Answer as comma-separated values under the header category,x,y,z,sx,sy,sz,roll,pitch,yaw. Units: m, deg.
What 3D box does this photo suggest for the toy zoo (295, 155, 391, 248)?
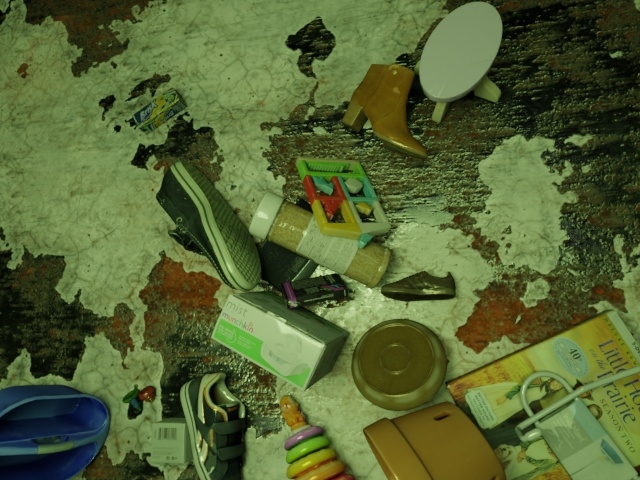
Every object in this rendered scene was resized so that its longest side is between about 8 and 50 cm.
category,x,y,z,sx,sy,sz,roll,pitch,yaw
toy zoo,0.063,-0.104,1.121,0.193,0.030,0.293,-1,53,-26

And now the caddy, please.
category,x,y,z,sx,sy,sz,roll,pitch,yaw
caddy,-0.738,0.517,1.137,0.179,0.341,0.240,10,81,33

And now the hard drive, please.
category,x,y,z,sx,sy,sz,roll,pitch,yaw
hard drive,-0.076,0.017,1.216,0.172,0.054,0.254,36,88,18

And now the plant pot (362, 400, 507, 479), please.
category,x,y,z,sx,sy,sz,roll,pitch,yaw
plant pot,0.254,0.492,0.933,0.204,0.290,0.290,-28,73,-10

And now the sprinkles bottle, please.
category,x,y,z,sx,sy,sz,roll,pitch,yaw
sprinkles bottle,0.000,0.000,1.108,0.356,0.121,0.121,25,85,-3

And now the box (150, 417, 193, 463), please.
category,x,y,z,sx,sy,sz,roll,pitch,yaw
box,-0.389,0.538,1.164,0.101,0.087,0.101,-5,78,13

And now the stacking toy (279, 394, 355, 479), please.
category,x,y,z,sx,sy,sz,roll,pitch,yaw
stacking toy,-0.031,0.523,1.064,0.166,0.175,0.301,-30,59,6

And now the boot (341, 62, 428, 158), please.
category,x,y,z,sx,sy,sz,roll,pitch,yaw
boot,0.213,-0.370,1.194,0.295,0.104,0.211,33,97,25

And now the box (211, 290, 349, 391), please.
category,x,y,z,sx,sy,sz,roll,pitch,yaw
box,-0.089,0.233,1.075,0.262,0.231,0.126,25,94,16

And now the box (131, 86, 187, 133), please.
category,x,y,z,sx,sy,sz,roll,pitch,yaw
box,-0.531,-0.427,1.423,0.169,0.054,0.059,-32,73,5

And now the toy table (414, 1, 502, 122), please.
category,x,y,z,sx,sy,sz,roll,pitch,yaw
toy table,0.371,-0.464,1.155,0.252,0.161,0.274,40,90,18

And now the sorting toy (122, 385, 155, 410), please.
category,x,y,z,sx,sy,sz,roll,pitch,yaw
sorting toy,-0.518,0.456,1.238,0.102,0.061,0.042,-20,108,16

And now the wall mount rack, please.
category,x,y,z,sx,sy,sz,roll,pitch,yaw
wall mount rack,0.591,0.407,0.865,0.304,0.130,0.349,-34,75,5

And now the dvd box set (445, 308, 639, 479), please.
category,x,y,z,sx,sy,sz,roll,pitch,yaw
dvd box set,0.549,0.384,0.980,0.421,0.062,0.307,-27,74,7

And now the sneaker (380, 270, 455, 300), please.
category,x,y,z,sx,sy,sz,roll,pitch,yaw
sneaker,0.252,0.116,1.120,0.189,0.066,0.071,1,62,9

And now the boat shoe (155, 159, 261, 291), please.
category,x,y,z,sx,sy,sz,roll,pitch,yaw
boat shoe,-0.323,-0.028,1.205,0.156,0.187,0.500,-45,58,8

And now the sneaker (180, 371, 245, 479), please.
category,x,y,z,sx,sy,sz,roll,pitch,yaw
sneaker,-0.259,0.502,1.120,0.128,0.126,0.320,-29,71,12

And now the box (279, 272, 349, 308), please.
category,x,y,z,sx,sy,sz,roll,pitch,yaw
box,-0.018,0.129,1.124,0.162,0.116,0.029,-11,107,-9

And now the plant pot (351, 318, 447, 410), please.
category,x,y,z,sx,sy,sz,roll,pitch,yaw
plant pot,0.185,0.291,1.052,0.237,0.032,0.236,-12,50,15
